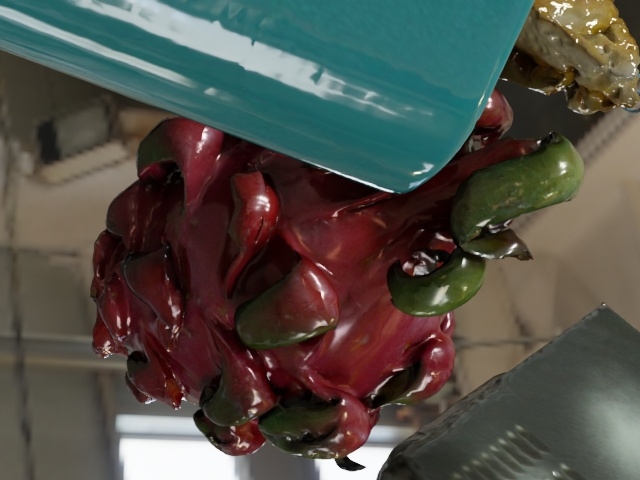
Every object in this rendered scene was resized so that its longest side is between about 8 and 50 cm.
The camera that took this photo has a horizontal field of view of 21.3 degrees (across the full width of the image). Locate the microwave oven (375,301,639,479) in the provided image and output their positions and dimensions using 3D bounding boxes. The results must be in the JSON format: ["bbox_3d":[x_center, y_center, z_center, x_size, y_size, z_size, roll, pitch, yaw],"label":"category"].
[{"bbox_3d":[0.154,0.315,1.134,0.374,0.236,0.432,41,-46,22],"label":"microwave oven"}]

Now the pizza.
[{"bbox_3d":[0.094,-0.121,0.861,0.194,0.154,0.069,53,-46,33],"label":"pizza"}]

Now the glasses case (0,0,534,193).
[{"bbox_3d":[-0.108,-0.093,0.359,0.070,0.301,0.117,-67,-154,11],"label":"glasses case"}]

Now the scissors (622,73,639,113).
[{"bbox_3d":[0.213,-0.124,1.303,0.083,0.006,0.036,28,-41,26],"label":"scissors"}]

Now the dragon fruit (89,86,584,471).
[{"bbox_3d":[-0.010,0.001,0.878,0.273,0.198,0.218,120,-27,-50],"label":"dragon fruit"}]
